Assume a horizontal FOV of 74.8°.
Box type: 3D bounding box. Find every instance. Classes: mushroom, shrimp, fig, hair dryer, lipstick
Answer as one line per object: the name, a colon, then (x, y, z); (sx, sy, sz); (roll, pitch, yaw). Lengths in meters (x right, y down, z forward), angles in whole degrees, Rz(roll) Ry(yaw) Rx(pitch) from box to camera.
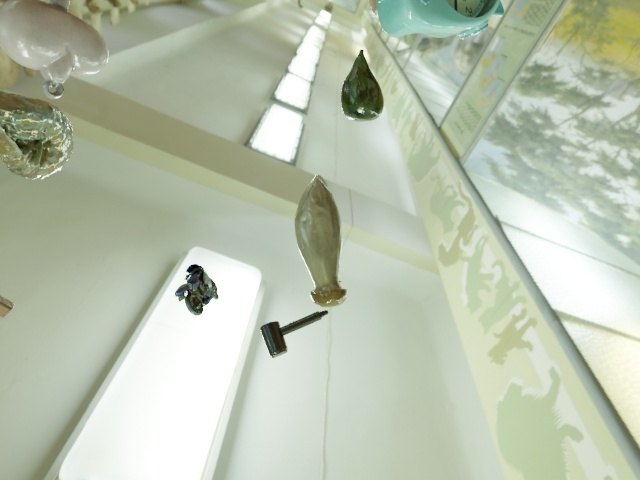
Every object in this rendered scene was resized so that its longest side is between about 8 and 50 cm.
mushroom: (0.000, 0.000, 1.087); (0.128, 0.128, 0.350); (-6, -94, -43)
shrimp: (-0.799, -0.276, 1.086); (0.109, 0.221, 0.446); (11, -175, 2)
fig: (0.101, -0.398, 1.087); (0.117, 0.178, 0.117); (-11, -160, 4)
hair dryer: (-0.080, 0.315, 1.475); (0.248, 0.070, 0.114); (-21, -109, -5)
lipstick: (-0.975, 0.167, 1.214); (0.145, 0.045, 0.045); (47, 175, -30)

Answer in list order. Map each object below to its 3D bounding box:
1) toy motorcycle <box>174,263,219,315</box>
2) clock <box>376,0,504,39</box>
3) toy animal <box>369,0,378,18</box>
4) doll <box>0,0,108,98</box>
toy motorcycle: (-0.494, 0.188, 1.673); (0.169, 0.113, 0.315); (58, -172, -11)
clock: (0.221, -0.466, 0.735); (0.274, 0.224, 0.094); (-6, -172, -31)
toy animal: (0.239, -0.609, 1.043); (0.250, 0.154, 0.167); (-2, -126, -9)
doll: (-0.421, -0.411, 0.683); (0.094, 0.365, 0.160); (1, 174, 38)
